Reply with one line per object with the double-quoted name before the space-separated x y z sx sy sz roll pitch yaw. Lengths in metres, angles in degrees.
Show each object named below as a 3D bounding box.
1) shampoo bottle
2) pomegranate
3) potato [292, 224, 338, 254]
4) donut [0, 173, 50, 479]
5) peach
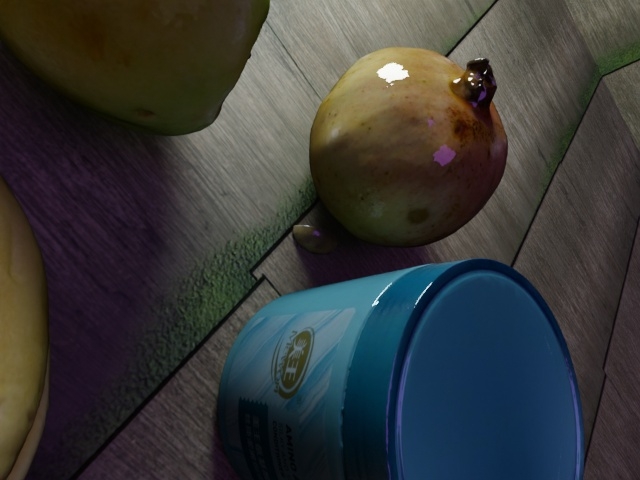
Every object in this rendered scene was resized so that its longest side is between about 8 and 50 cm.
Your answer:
"shampoo bottle" 0.083 0.208 0.574 0.331 0.342 0.332 9 75 -35
"pomegranate" 0.151 -0.154 0.723 0.338 0.338 0.339 9 74 -35
"potato" -0.001 0.001 0.752 0.093 0.036 0.037 18 66 -34
"donut" -0.375 0.060 0.284 0.449 0.198 0.449 49 30 -42
"peach" -0.211 -0.288 0.507 0.315 0.281 0.315 21 104 -3
